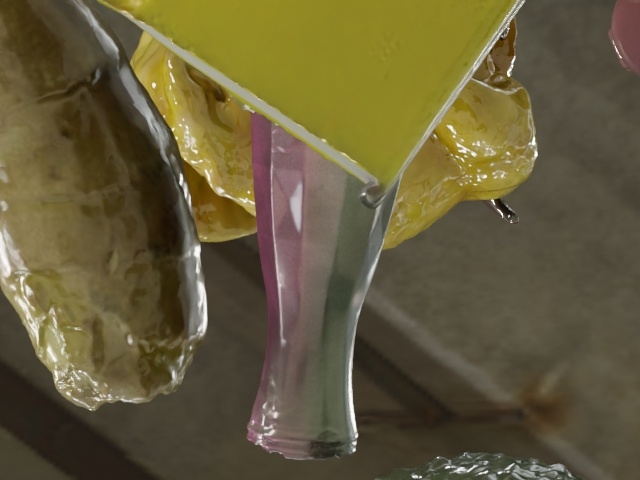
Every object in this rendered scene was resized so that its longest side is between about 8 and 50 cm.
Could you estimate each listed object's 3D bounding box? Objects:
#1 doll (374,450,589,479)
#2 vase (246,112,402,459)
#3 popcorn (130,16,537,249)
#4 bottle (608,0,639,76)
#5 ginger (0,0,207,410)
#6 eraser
[{"bbox_3d":[0.139,0.244,0.911,0.247,0.247,0.349,-52,-55,-21],"label":"doll"},{"bbox_3d":[0.000,0.000,0.967,0.086,0.086,0.214,2,-83,-26],"label":"vase"},{"bbox_3d":[-0.009,-0.121,1.399,0.315,0.297,0.281,-17,-62,-2],"label":"popcorn"},{"bbox_3d":[0.311,-0.182,1.429,0.233,0.110,0.110,-26,-84,-37],"label":"bottle"},{"bbox_3d":[-0.133,-0.040,1.000,0.116,0.109,0.263,-26,-79,-10],"label":"ginger"},{"bbox_3d":[0.023,-0.147,0.761,0.158,0.069,0.226,35,-94,6],"label":"eraser"}]
